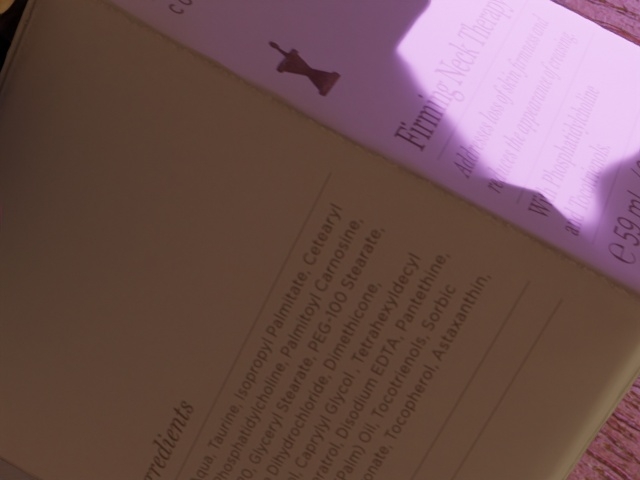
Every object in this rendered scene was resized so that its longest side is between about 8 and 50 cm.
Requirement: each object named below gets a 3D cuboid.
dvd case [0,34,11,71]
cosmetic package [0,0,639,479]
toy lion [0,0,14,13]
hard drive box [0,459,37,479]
[{"bbox_3d":[-0.258,0.014,1.058,0.253,0.022,0.180,-63,174,33],"label":"dvd case"},{"bbox_3d":[0.000,0.000,1.213,0.327,0.394,0.329,-63,177,31],"label":"cosmetic package"},{"bbox_3d":[-0.192,-0.116,0.932,0.100,0.034,0.096,-59,167,1],"label":"toy lion"},{"bbox_3d":[-0.204,0.143,1.383,0.232,0.181,0.089,-51,170,-50],"label":"hard drive box"}]
